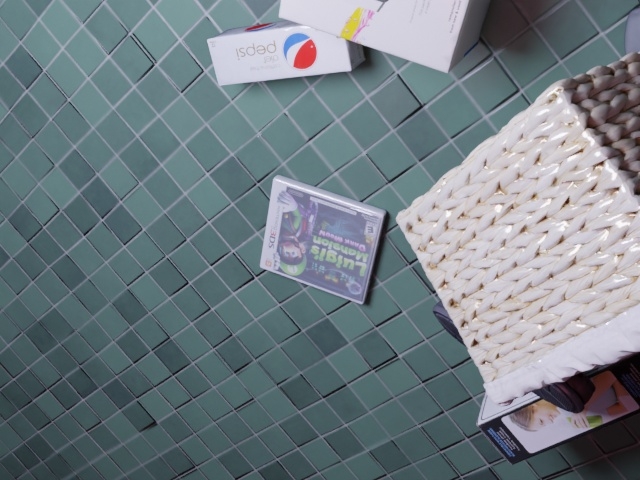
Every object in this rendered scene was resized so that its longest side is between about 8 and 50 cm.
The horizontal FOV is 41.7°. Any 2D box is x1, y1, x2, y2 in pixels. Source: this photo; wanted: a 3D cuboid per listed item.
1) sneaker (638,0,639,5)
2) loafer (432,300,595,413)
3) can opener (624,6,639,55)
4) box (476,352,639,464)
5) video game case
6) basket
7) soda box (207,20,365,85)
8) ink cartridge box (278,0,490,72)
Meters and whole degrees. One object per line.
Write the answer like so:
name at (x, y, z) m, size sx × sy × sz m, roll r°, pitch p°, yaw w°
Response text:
sneaker at (0.432, -0.445, 0.844) m, size 0.258 × 0.169 × 0.447 m, roll -5°, pitch 115°, yaw 17°
loafer at (0.273, 0.131, 1.170) m, size 0.109 × 0.095 × 0.302 m, roll 53°, pitch 169°, yaw -31°
can opener at (0.463, -0.165, 1.058) m, size 0.095 × 0.076 × 0.283 m, roll 4°, pitch 122°, yaw 57°
box at (0.376, 0.193, 1.208) m, size 0.290 × 0.169 × 0.087 m, roll -34°, pitch 102°, yaw 32°
video game case at (0.000, 0.000, 1.359) m, size 0.191 × 0.022 × 0.173 m, roll 19°, pitch 122°, yaw 14°
basket at (0.325, -0.028, 0.953) m, size 0.266 × 0.328 × 0.331 m, roll 59°, pitch 144°, yaw 9°
soda box at (-0.049, -0.276, 1.212) m, size 0.216 × 0.069 × 0.073 m, roll -1°, pitch 115°, yaw 25°
ink cartridge box at (0.095, -0.340, 1.055) m, size 0.233 × 0.171 × 0.168 m, roll 22°, pitch 122°, yaw 13°
